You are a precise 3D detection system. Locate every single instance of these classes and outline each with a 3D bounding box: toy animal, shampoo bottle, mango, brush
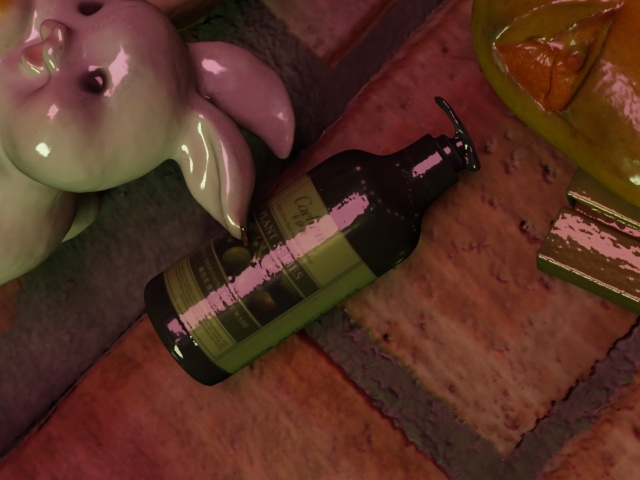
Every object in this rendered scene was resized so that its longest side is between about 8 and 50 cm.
[{"bbox_3d":[-0.198,-0.081,0.946,0.310,0.247,0.183,-29,36,22],"label":"toy animal"},{"bbox_3d":[0.000,0.000,0.960,0.284,0.101,0.101,-34,72,6],"label":"shampoo bottle"},{"bbox_3d":[0.212,-0.125,0.888,0.167,0.130,0.262,-17,56,-29],"label":"mango"},{"bbox_3d":[0.286,0.021,0.905,0.233,0.047,0.103,26,84,18],"label":"brush"}]

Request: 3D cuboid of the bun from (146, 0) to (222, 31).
[{"bbox_3d":[-0.158,-0.283,1.036,0.259,0.160,0.259,1,94,10],"label":"bun"}]
